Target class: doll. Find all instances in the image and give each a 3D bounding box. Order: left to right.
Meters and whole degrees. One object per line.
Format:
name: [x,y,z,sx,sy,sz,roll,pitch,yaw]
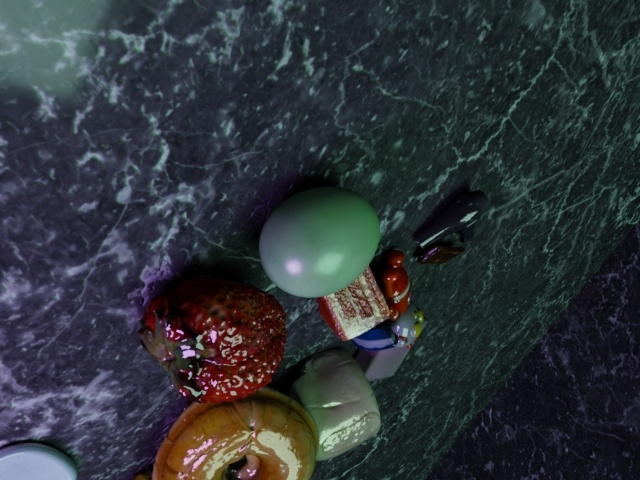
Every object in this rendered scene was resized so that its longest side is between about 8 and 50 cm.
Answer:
doll: [0.233,0.193,1.533,0.200,0.105,0.336,-66,149,-50]

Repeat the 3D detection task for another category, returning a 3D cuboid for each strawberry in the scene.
strawberry: [-0.203,0.187,1.103,0.288,0.238,0.250,-24,120,-39]

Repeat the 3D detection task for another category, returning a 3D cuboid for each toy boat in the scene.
toy boat: [0.142,0.251,1.473,0.096,0.062,0.299,-26,-177,-14]

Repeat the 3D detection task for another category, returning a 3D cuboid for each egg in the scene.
egg: [0.000,0.000,1.118,0.269,0.220,0.220,-32,142,-30]

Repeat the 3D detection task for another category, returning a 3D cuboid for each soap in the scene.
soap: [0.221,0.342,1.758,0.181,0.081,0.259,0,124,-43]

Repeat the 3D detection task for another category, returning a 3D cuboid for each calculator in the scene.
calculator: [-0.653,0.543,1.196,0.184,0.042,0.295,-30,140,-16]

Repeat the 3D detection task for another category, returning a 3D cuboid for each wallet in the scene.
wallet: [0.362,0.043,1.611,0.095,0.026,0.176,-37,158,31]

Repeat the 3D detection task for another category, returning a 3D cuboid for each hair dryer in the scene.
hair dryer: [0.403,-0.022,1.582,0.235,0.091,0.271,-36,147,6]

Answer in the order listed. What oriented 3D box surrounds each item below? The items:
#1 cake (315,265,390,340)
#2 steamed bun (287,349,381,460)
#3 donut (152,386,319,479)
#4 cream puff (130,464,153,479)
cake: [0.072,0.130,1.358,0.158,0.159,0.262,-30,139,-12]
steamed bun: [0.022,0.483,1.613,0.290,0.273,0.272,-26,124,-27]
donut: [-0.215,0.585,1.414,0.449,0.198,0.449,-4,106,-15]
cream puff: [-0.460,0.705,1.452,0.121,0.156,0.156,3,126,-22]
